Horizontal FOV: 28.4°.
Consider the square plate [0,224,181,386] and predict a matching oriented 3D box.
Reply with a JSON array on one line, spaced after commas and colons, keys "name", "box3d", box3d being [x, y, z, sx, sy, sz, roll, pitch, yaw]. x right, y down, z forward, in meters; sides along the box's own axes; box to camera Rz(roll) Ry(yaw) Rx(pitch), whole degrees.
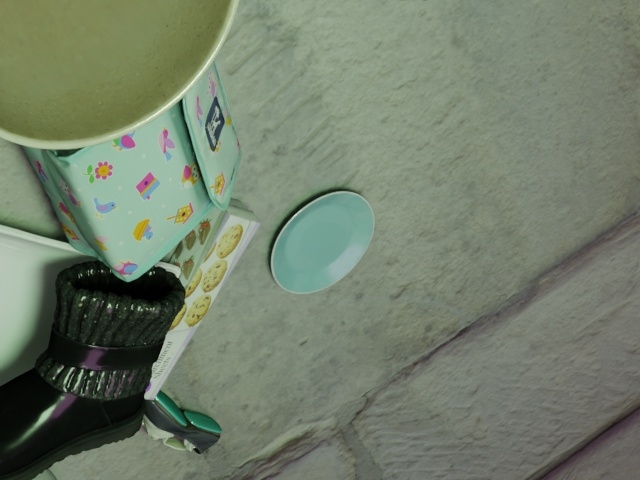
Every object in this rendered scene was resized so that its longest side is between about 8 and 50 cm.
[{"name": "square plate", "box3d": [-0.403, 0.138, 1.701, 0.344, 0.049, 0.347, 15, 113, -46]}]

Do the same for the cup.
[{"name": "cup", "box3d": [-0.278, -0.295, 1.289, 0.331, 0.237, 0.331, -23, 136, -24]}]

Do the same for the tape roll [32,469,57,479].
[{"name": "tape roll", "box3d": [-0.527, 0.461, 1.782, 0.392, 0.072, 0.392, -31, 153, -18]}]

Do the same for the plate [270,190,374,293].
[{"name": "plate", "box3d": [0.000, 0.000, 1.938, 0.188, 0.024, 0.188, -22, 134, -24]}]

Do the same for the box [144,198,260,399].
[{"name": "box", "box3d": [-0.199, 0.083, 1.812, 0.067, 0.063, 0.324, 17, 112, -46]}]

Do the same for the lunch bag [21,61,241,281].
[{"name": "lunch bag", "box3d": [-0.212, -0.117, 1.563, 0.262, 0.160, 0.223, -39, 138, -23]}]

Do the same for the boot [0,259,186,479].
[{"name": "boot", "box3d": [-0.347, 0.165, 1.627, 0.348, 0.131, 0.260, -19, 141, -42]}]

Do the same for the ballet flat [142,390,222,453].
[{"name": "ballet flat", "box3d": [-0.229, 0.286, 1.959, 0.074, 0.074, 0.203, -46, 142, 3]}]
